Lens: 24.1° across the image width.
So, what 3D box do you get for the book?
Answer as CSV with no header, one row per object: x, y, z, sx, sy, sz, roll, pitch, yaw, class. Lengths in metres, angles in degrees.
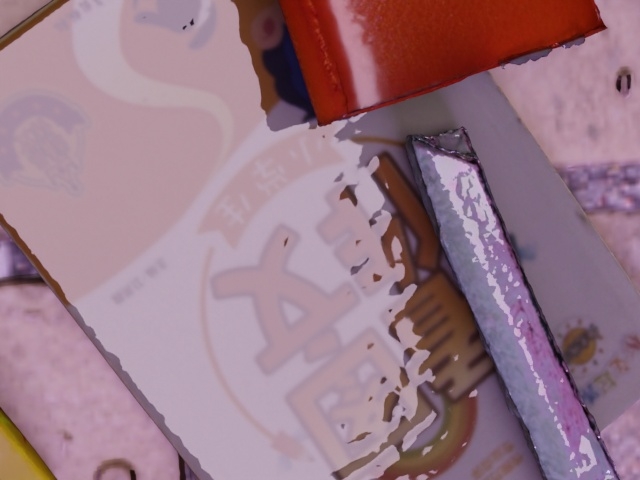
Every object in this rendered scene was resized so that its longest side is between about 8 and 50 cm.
0.000,0.000,0.641,0.208,0.020,0.295,-39,102,-10,book

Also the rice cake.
0.087,0.046,0.639,0.033,0.033,0.207,-25,99,-3,rice cake

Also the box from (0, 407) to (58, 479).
-0.236,0.138,0.545,0.279,0.041,0.153,-35,136,-10,box

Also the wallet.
0.027,-0.160,0.608,0.142,0.045,0.204,-21,92,-27,wallet
